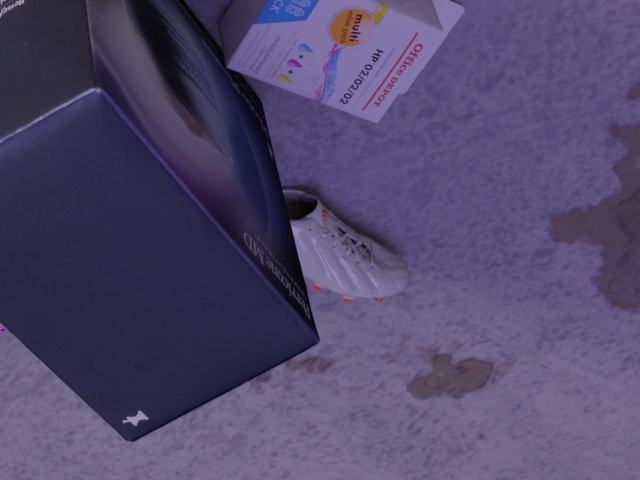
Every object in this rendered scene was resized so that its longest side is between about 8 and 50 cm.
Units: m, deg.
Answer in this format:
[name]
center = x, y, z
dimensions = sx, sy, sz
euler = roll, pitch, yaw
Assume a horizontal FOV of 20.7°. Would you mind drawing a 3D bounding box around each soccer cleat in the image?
[soccer cleat]
center = 0.000, 0.000, 1.549
dimensions = 0.196, 0.068, 0.076
euler = 18, 123, -22

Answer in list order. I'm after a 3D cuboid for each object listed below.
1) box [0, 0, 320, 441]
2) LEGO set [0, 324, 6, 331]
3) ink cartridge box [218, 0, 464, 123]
[box]
center = -0.161, -0.065, 1.296
dimensions = 0.183, 0.294, 0.296
euler = -28, 132, 13
[LEGO set]
center = -0.345, 0.045, 1.493
dimensions = 0.227, 0.093, 0.087
euler = -3, 132, -9
[ink cartridge box]
center = 0.023, -0.164, 1.404
dimensions = 0.181, 0.061, 0.104
euler = 18, 126, -27
